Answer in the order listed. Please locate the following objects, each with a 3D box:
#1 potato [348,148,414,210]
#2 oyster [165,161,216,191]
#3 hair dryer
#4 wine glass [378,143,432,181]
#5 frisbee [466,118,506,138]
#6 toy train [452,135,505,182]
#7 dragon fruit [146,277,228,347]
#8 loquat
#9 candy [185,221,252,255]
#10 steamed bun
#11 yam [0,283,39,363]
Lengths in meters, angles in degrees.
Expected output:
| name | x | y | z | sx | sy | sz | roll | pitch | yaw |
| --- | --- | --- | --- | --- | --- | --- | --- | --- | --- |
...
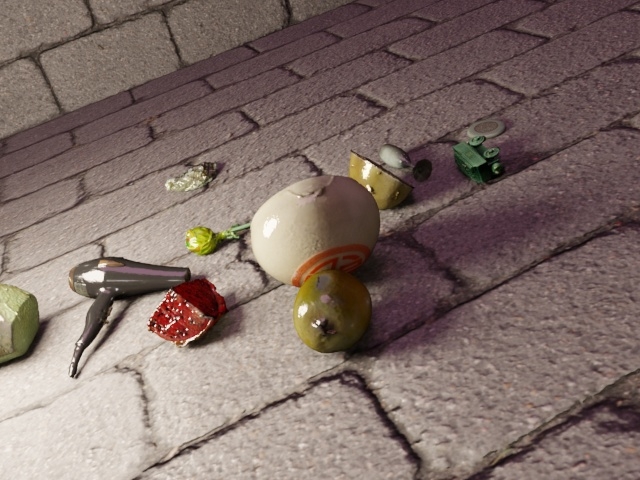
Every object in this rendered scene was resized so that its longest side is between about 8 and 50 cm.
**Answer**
| name | x | y | z | sx | sy | sz | roll | pitch | yaw |
| --- | --- | --- | --- | --- | --- | --- | --- | --- | --- |
| potato | 0.132 | -0.136 | 1.661 | 0.117 | 0.182 | 0.202 | -62 | 23 | 10 |
| oyster | -0.412 | -0.210 | 2.126 | 0.125 | 0.064 | 0.177 | -4 | 31 | 30 |
| hair dryer | -0.480 | 0.178 | 1.532 | 0.304 | 0.120 | 0.359 | 3 | 44 | 7 |
| wine glass | 0.227 | -0.219 | 1.796 | 0.066 | 0.066 | 0.198 | -26 | 31 | -14 |
| frisbee | 0.472 | -0.318 | 1.872 | 0.110 | 0.014 | 0.110 | -13 | 31 | 8 |
| toy train | 0.402 | -0.208 | 1.682 | 0.099 | 0.070 | 0.172 | -25 | 31 | 2 |
| dragon fruit | -0.280 | 0.162 | 1.444 | 0.127 | 0.120 | 0.161 | -52 | -8 | 20 |
| loquat | 0.024 | 0.129 | 1.264 | 0.152 | 0.152 | 0.195 | -8 | 24 | 16 |
| candy | -0.228 | -0.024 | 1.736 | 0.262 | 0.073 | 0.077 | -18 | 48 | -14 |
| steamed bun | 0.000 | 0.000 | 1.388 | 0.283 | 0.283 | 0.177 | -21 | 67 | -5 |
| yam | -0.811 | 0.213 | 1.531 | 0.271 | 0.201 | 0.202 | -11 | 31 | -1 |
